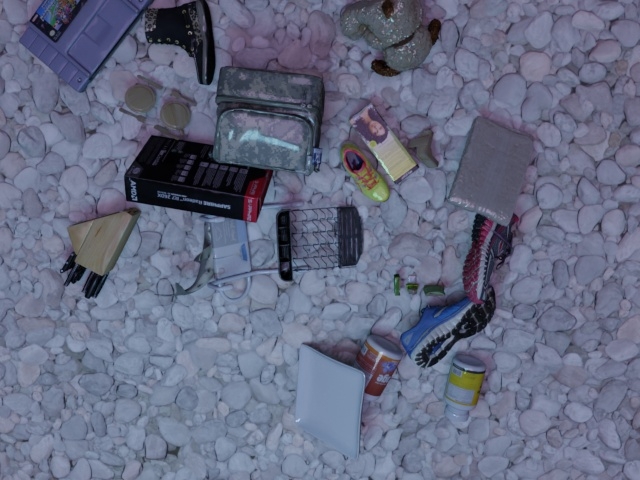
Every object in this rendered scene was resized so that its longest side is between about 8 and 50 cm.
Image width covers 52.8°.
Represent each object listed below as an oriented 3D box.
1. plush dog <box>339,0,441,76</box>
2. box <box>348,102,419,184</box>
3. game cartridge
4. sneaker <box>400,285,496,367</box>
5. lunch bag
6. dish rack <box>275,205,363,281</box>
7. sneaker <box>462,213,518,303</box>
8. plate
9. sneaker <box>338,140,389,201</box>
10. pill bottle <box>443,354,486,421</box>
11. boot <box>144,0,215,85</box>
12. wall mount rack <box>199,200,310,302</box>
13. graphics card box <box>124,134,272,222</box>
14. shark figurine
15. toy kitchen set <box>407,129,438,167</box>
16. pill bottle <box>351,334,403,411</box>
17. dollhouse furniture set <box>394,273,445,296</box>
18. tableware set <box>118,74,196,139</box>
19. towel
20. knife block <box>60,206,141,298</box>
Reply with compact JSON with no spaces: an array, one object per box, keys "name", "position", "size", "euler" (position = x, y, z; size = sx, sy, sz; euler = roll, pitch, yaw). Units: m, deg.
[{"name":"plush dog","position":[0.214,-0.564,1.738],"size":[0.262,0.210,0.225],"euler":[-33,124,10]},{"name":"box","position":[0.180,-0.276,1.845],"size":[0.087,0.058,0.232],"euler":[-38,97,9]},{"name":"game cartridge","position":[-0.665,-0.629,1.825],"size":[0.230,0.068,0.355],"euler":[40,100,-9]},{"name":"sneaker","position":[0.371,0.223,1.890],"size":[0.330,0.147,0.129],"euler":[-32,130,-12]},{"name":"lunch bag","position":[-0.137,-0.317,1.757],"size":[0.305,0.212,0.256],"euler":[7,89,1]},{"name":"dish rack","position":[0.000,0.000,1.871],"size":[0.272,0.074,0.208],"euler":[-5,102,-16]},{"name":"sneaker","position":[0.482,0.036,1.818],"size":[0.112,0.121,0.299],"euler":[19,76,-5]},{"name":"plate","position":[0.034,0.476,1.938],"size":[0.277,0.045,0.278],"euler":[15,106,44]},{"name":"sneaker","position":[0.122,-0.189,1.846],"size":[0.081,0.094,0.208],"euler":[-41,98,8]},{"name":"pill bottle","position":[0.430,0.447,1.948],"size":[0.103,0.103,0.184],"euler":[11,102,1]},{"name":"boot","position":[-0.393,-0.549,1.812],"size":[0.179,0.085,0.236],"euler":[-3,94,6]},{"name":"wall mount rack","position":[-0.194,0.011,1.889],"size":[0.304,0.130,0.350],"euler":[-13,104,-36]},{"name":"graphics card box","position":[-0.330,-0.176,1.800],"size":[0.371,0.232,0.094],"euler":[10,129,0]},{"name":"shark figurine","position":[-0.360,0.077,1.911],"size":[0.166,0.116,0.278],"euler":[46,60,-41]},{"name":"toy kitchen set","position":[0.299,-0.261,1.859],"size":[0.068,0.075,0.083],"euler":[-3,64,40]},{"name":"pill bottle","position":[0.149,0.403,1.947],"size":[0.121,0.121,0.216],"euler":[27,102,-2]},{"name":"dollhouse furniture set","position":[0.294,0.130,1.908],"size":[0.152,0.076,0.058],"euler":[-1,102,4]},{"name":"tableware set","position":[-0.469,-0.381,1.865],"size":[0.194,0.039,0.128],"euler":[26,77,-8]},{"name":"towel","position":[0.478,-0.197,1.804],"size":[0.187,0.049,0.282],"euler":[22,77,0]},{"name":"knife block","position":[-0.648,0.048,1.939],"size":[0.276,0.088,0.242],"euler":[-15,101,6]}]
